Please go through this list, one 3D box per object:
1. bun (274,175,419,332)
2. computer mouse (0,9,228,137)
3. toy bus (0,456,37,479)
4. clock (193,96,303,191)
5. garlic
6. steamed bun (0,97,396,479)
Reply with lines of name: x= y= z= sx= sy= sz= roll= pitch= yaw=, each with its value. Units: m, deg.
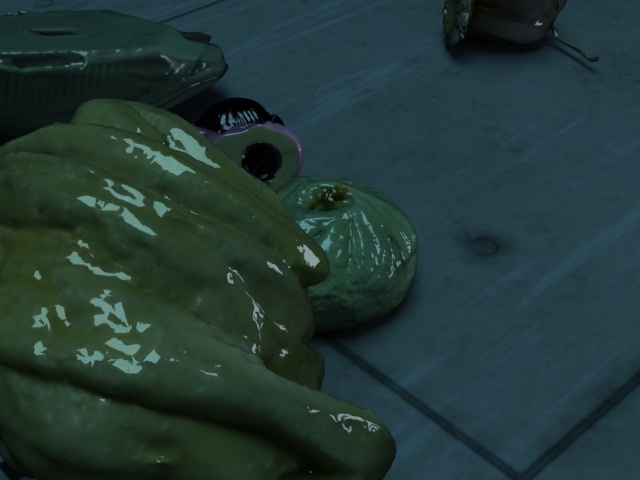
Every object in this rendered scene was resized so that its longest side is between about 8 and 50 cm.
bun: x=0.000 y=0.000 z=0.938 sx=0.195 sy=0.118 sz=0.195 roll=-5 pitch=37 yaw=4
computer mouse: x=-0.336 y=-0.212 z=1.231 sx=0.429 sy=0.145 sz=0.228 roll=-9 pitch=28 yaw=-28
toy bus: x=-0.257 y=0.200 z=0.735 sx=0.075 sy=0.060 sz=0.123 roll=-26 pitch=44 yaw=-34
clock: x=-0.124 y=-0.096 z=1.078 sx=0.194 sy=0.100 sz=0.195 roll=-17 pitch=20 yaw=-4
garlic: x=0.275 y=-0.329 z=1.361 sx=0.207 sy=0.207 sz=0.257 roll=-21 pitch=75 yaw=-22
steamed bun: x=-0.106 y=0.056 z=0.697 sx=0.230 sy=0.325 sz=0.372 roll=-44 pitch=40 yaw=4
